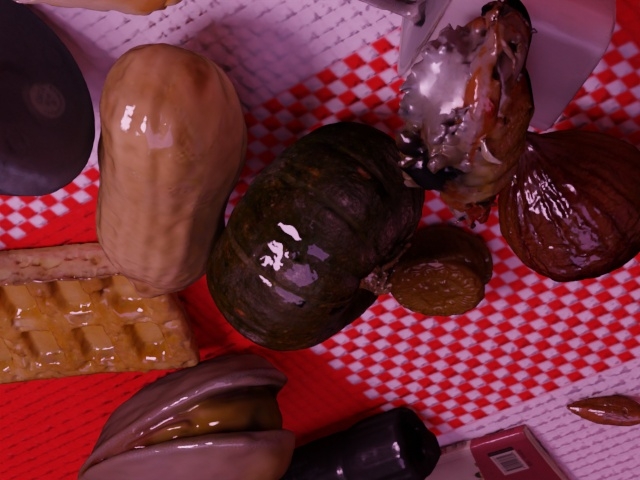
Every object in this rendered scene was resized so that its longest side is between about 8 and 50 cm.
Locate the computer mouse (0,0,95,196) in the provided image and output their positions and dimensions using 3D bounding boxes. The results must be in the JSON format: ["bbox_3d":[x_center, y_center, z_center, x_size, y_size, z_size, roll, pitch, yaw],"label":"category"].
[{"bbox_3d":[-0.356,-0.159,1.328,0.122,0.188,0.371,-28,126,36],"label":"computer mouse"}]

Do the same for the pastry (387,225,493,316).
[{"bbox_3d":[0.117,0.033,1.570,0.109,0.057,0.097,20,137,-13],"label":"pastry"}]

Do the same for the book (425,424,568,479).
[{"bbox_3d":[0.171,0.294,1.872,0.232,0.022,0.162,-20,129,26],"label":"book"}]

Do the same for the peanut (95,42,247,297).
[{"bbox_3d":[-0.132,-0.063,1.436,0.147,0.148,0.319,7,146,-1],"label":"peanut"}]

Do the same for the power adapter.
[{"bbox_3d":[0.115,-0.193,1.275,0.205,0.125,0.130,21,137,-13],"label":"power adapter"}]

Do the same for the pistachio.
[{"bbox_3d":[-0.147,0.218,1.712,0.197,0.166,0.288,7,145,-40],"label":"pistachio"}]

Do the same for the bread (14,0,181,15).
[{"bbox_3d":[-0.183,-0.239,1.287,0.177,0.084,0.119,7,142,-15],"label":"bread"}]

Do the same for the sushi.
[{"bbox_3d":[0.110,-0.086,1.227,0.103,0.097,0.226,7,139,8],"label":"sushi"}]

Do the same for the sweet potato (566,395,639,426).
[{"bbox_3d":[0.313,0.183,1.729,0.095,0.034,0.034,6,139,16],"label":"sweet potato"}]

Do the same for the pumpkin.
[{"bbox_3d":[0.000,0.000,1.436,0.157,0.223,0.224,37,137,11],"label":"pumpkin"}]

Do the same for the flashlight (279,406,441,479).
[{"bbox_3d":[-0.055,0.290,1.848,0.424,0.103,0.103,-25,129,27],"label":"flashlight"}]

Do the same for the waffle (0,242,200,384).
[{"bbox_3d":[-0.270,0.076,1.665,0.274,0.057,0.168,-6,137,13],"label":"waffle"}]

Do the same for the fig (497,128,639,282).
[{"bbox_3d":[0.206,-0.064,1.411,0.146,0.134,0.201,-24,121,17],"label":"fig"}]
